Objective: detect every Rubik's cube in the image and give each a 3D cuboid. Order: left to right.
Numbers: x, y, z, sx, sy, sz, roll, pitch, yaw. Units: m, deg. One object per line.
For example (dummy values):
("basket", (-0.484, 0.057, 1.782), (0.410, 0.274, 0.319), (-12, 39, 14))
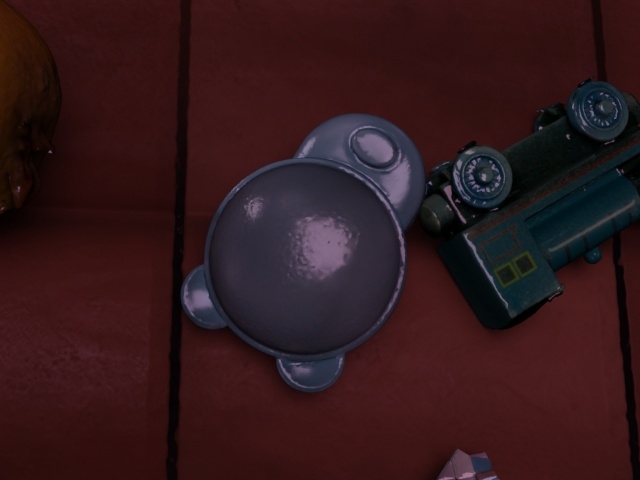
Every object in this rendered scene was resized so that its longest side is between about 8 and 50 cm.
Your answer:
("Rubik's cube", (0.156, 0.259, 1.173), (0.073, 0.075, 0.084), (32, 85, 21))

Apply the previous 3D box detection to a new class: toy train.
("toy train", (0.256, -0.047, 1.269), (0.298, 0.120, 0.194), (-29, 87, -16))

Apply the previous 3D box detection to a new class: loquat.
("loquat", (-0.383, -0.127, 1.117), (0.275, 0.275, 0.274), (3, 73, -8))

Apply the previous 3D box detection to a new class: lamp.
("lamp", (0.000, -0.002, 1.193), (0.209, 0.147, 0.284), (34, 70, 5))
